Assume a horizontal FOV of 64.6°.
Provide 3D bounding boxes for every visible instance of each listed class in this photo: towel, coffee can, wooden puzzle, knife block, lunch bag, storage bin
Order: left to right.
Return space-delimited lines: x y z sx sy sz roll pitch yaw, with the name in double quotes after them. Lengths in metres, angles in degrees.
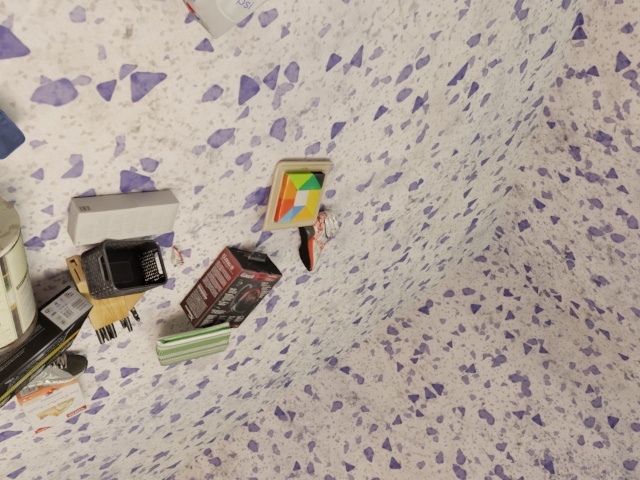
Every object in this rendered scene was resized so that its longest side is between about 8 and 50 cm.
-0.673 0.072 0.975 0.201 0.201 0.275 -18 144 -36 "coffee can"
-0.571 -0.192 0.877 0.067 0.065 0.098 -49 154 -20 "lunch bag"
-0.589 0.172 1.335 0.242 0.088 0.275 -48 151 11 "knife block"
-0.477 0.069 1.242 0.084 0.122 0.180 -19 173 25 "storage bin"
-0.426 0.354 1.710 0.247 0.038 0.325 -12 160 -18 "towel"
-0.066 -0.134 1.556 0.221 0.044 0.239 -9 127 -45 "wooden puzzle"

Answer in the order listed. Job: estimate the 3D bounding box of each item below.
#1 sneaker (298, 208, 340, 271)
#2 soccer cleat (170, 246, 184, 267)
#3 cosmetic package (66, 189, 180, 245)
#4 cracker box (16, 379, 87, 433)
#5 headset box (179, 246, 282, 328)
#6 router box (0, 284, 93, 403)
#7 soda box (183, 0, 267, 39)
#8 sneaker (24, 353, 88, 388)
0.001 0.000 1.813 0.145 0.090 0.270 -27 146 -20 "sneaker"
-0.413 0.050 1.443 0.035 0.029 0.083 -34 156 -21 "soccer cleat"
-0.463 -0.057 1.198 0.239 0.060 0.099 -11 137 -43 "cosmetic package"
-0.802 0.470 1.513 0.155 0.067 0.232 -22 147 -30 "cracker box"
-0.279 0.151 1.659 0.293 0.110 0.218 -49 151 15 "headset box"
-0.688 0.271 1.161 0.243 0.081 0.309 -45 -175 40 "router box"
-0.124 -0.512 0.942 0.286 0.098 0.091 -38 151 -4 "soda box"
-0.742 0.331 1.377 0.228 0.086 0.132 -7 134 -45 "sneaker"
